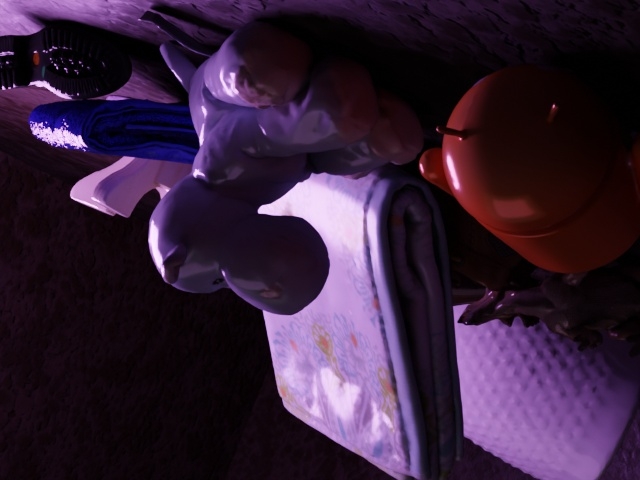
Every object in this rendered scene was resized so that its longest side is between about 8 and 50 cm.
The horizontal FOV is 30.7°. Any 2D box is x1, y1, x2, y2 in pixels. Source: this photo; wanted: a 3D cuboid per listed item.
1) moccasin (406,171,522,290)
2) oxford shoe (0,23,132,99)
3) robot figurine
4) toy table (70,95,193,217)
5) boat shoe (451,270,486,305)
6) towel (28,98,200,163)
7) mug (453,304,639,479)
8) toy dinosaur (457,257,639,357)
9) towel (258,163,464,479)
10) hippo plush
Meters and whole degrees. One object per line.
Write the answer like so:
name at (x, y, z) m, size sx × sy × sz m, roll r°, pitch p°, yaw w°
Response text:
moccasin at (0.120, 0.005, 1.371) m, size 0.139 × 0.147 × 0.380 m, roll 25°, pitch 173°, yaw -27°
oxford shoe at (-0.286, -0.208, 1.352) m, size 0.227 × 0.082 × 0.096 m, roll 13°, pitch -167°, yaw 40°
robot figurine at (0.172, -0.052, 0.862) m, size 0.158 × 0.128 × 0.219 m, roll 43°, pitch -173°, yaw 34°
toy table at (-0.217, -0.090, 1.646) m, size 0.274 × 0.161 × 0.252 m, roll 18°, pitch 172°, yaw 35°
boat shoe at (0.093, 0.048, 1.605) m, size 0.324 × 0.123 × 0.116 m, roll 6°, pitch 139°, yaw -13°
towel at (-0.201, -0.134, 1.355) m, size 0.228 × 0.076 × 0.308 m, roll 6°, pitch -176°, yaw -26°
mug at (0.325, 0.186, 1.845) m, size 0.328 × 0.276 × 0.374 m, roll 26°, pitch -155°, yaw 8°
toy dinosaur at (0.325, 0.066, 1.381) m, size 0.296 × 0.127 × 0.200 m, roll 10°, pitch -179°, yaw -1°
towel at (0.027, 0.072, 1.337) m, size 0.090 × 0.374 × 0.320 m, roll -19°, pitch -157°, yaw -29°
hippo plush at (-0.073, -0.060, 1.079) m, size 0.294 × 0.236 × 0.234 m, roll 21°, pitch 174°, yaw 4°
